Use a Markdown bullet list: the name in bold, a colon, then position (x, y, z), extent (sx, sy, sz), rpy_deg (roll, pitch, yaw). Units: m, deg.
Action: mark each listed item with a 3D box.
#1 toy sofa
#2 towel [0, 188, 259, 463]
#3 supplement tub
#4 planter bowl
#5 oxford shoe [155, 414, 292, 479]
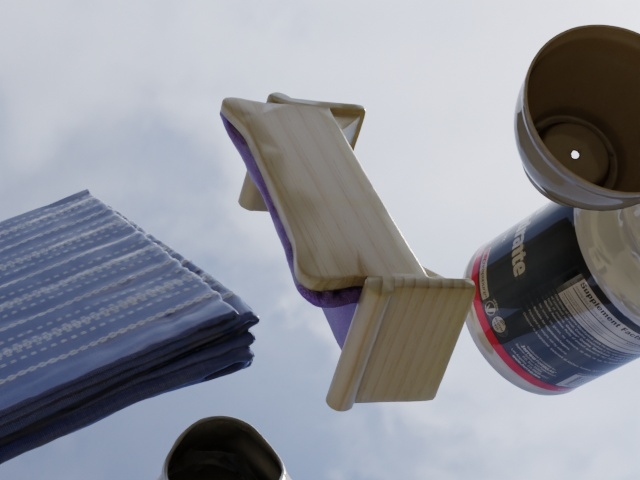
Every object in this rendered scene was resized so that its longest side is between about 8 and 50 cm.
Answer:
- **toy sofa**: position (0.000, 0.000, 1.258), extent (0.177, 0.150, 0.362), rpy_deg (1, -144, -23)
- **towel**: position (-0.208, 0.056, 0.813), extent (0.243, 0.336, 0.040), rpy_deg (-22, -66, -20)
- **supplement tub**: position (0.296, 0.035, 1.273), extent (0.191, 0.272, 0.191), rpy_deg (19, -125, -28)
- **planter bowl**: position (0.239, -0.092, 1.068), extent (0.162, 0.109, 0.162), rpy_deg (4, -113, -10)
- **oxford shoe**: position (-0.036, 0.312, 1.130), extent (0.169, 0.130, 0.449), rpy_deg (-5, -151, -31)
